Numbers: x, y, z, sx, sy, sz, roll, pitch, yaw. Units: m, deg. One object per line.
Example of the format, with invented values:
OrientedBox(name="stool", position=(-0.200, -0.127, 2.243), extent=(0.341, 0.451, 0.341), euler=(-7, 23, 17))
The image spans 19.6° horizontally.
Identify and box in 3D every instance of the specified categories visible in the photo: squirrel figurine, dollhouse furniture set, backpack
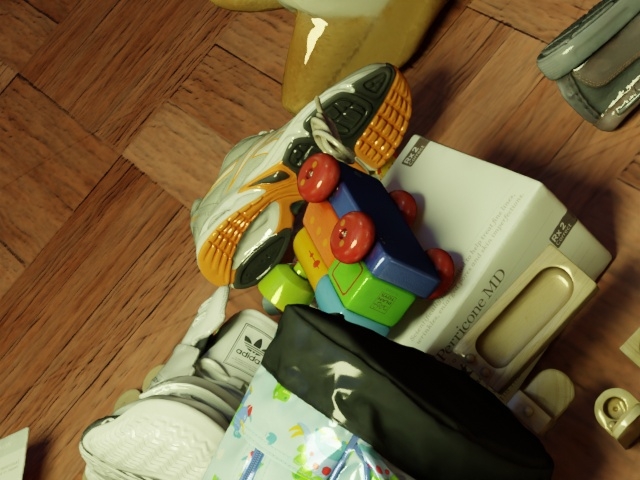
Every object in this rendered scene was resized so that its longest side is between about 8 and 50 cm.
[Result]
OrientedBox(name="squirrel figurine", position=(0.039, -0.377, 1.931), extent=(0.397, 0.281, 0.370), euler=(-29, 28, 2))
OrientedBox(name="dollhouse furniture set", position=(0.193, 0.076, 1.376), extent=(0.151, 0.123, 0.144), euler=(44, 92, 17))
OrientedBox(name="backpack", position=(0.009, 0.267, 1.330), extent=(0.355, 0.290, 0.273), euler=(-51, 51, 7))

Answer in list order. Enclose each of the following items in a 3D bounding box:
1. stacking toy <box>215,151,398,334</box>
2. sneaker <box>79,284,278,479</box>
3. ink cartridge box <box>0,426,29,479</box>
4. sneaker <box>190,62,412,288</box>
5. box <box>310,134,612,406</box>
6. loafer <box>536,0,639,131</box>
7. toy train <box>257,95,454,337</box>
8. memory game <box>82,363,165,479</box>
OrientedBox(name="stacking toy", position=(-0.020, 0.017, 1.756), extent=(0.167, 0.052, 0.221), euler=(-7, 53, 41))
OrientedBox(name="sneaker", position=(-0.092, 0.134, 1.538), extent=(0.210, 0.137, 0.366), euler=(-56, -1, -18))
OrientedBox(name="ink cartridge box", position=(-0.380, 0.338, 1.822), extent=(0.275, 0.060, 0.239), euler=(-26, 41, 28))
OrientedBox(name="sneaker", position=(-0.032, -0.081, 1.739), extent=(0.262, 0.099, 0.121), euler=(-43, 35, 7))
OrientedBox(name="box", position=(0.111, 0.030, 1.557), extent=(0.181, 0.119, 0.182), euler=(-54, 37, -7))
OrientedBox(name="loafer", position=(0.332, -0.213, 1.601), extent=(0.302, 0.095, 0.109), euler=(-36, 8, 8))
OrientedBox(name="toy train", position=(0.000, 0.000, 1.524), extent=(0.143, 0.105, 0.248), euler=(-53, 35, 18))
OrientedBox(name="memory game", position=(-0.154, 0.192, 1.766), extent=(0.186, 0.012, 0.186), euler=(-26, 42, 26))
